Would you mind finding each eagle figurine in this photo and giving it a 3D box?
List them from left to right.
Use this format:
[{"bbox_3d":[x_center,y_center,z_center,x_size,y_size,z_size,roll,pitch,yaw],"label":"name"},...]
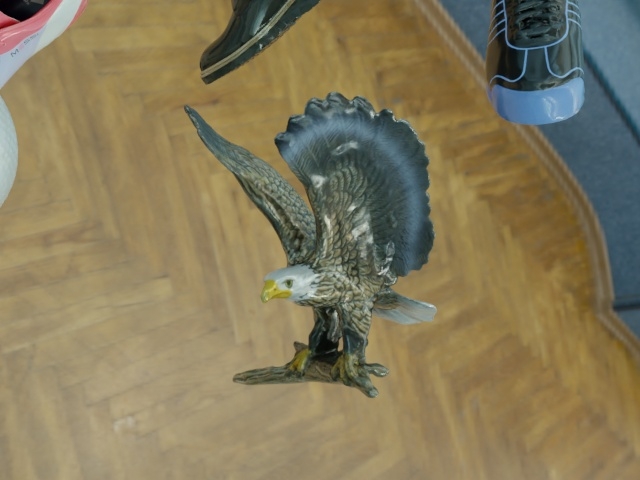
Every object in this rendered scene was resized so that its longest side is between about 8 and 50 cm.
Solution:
[{"bbox_3d":[-0.002,0.002,1.035,0.225,0.226,0.298,-104,-173,-83],"label":"eagle figurine"}]

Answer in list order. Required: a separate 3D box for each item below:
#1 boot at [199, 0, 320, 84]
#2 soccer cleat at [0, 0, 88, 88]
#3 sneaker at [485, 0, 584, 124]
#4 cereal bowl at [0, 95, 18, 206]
[{"bbox_3d":[-0.073,-0.256,1.011,0.137,0.198,0.077,49,22,-8],"label":"boot"},{"bbox_3d":[-0.264,-0.134,0.783,0.083,0.095,0.248,40,77,2],"label":"soccer cleat"},{"bbox_3d":[0.170,-0.183,0.859,0.232,0.081,0.090,-81,161,-52],"label":"sneaker"},{"bbox_3d":[-0.641,-0.129,1.591,0.339,0.339,0.141,62,12,-20],"label":"cereal bowl"}]
